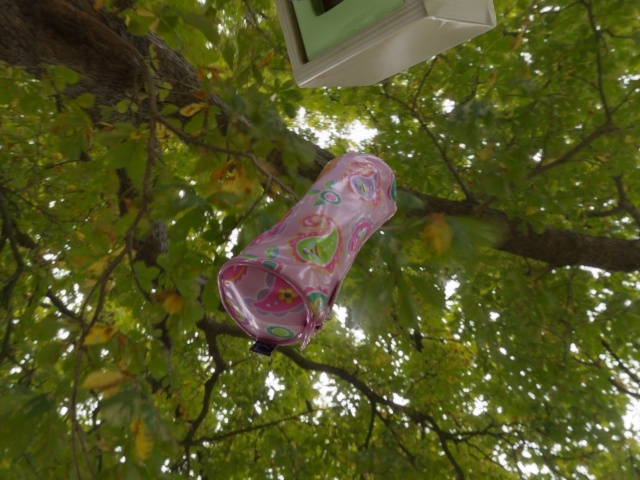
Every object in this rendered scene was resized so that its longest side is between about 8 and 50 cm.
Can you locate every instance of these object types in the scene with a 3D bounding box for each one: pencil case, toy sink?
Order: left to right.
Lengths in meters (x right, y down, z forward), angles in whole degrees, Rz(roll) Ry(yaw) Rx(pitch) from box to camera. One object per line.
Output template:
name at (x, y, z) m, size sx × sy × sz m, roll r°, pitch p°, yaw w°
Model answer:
pencil case at (0.000, 0.000, 0.543) m, size 0.124 × 0.284 × 0.124 m, roll 15°, pitch -51°, yaw 20°
toy sink at (0.035, -0.277, 0.406) m, size 0.131 × 0.153 × 0.234 m, roll -19°, pitch -82°, yaw -42°
